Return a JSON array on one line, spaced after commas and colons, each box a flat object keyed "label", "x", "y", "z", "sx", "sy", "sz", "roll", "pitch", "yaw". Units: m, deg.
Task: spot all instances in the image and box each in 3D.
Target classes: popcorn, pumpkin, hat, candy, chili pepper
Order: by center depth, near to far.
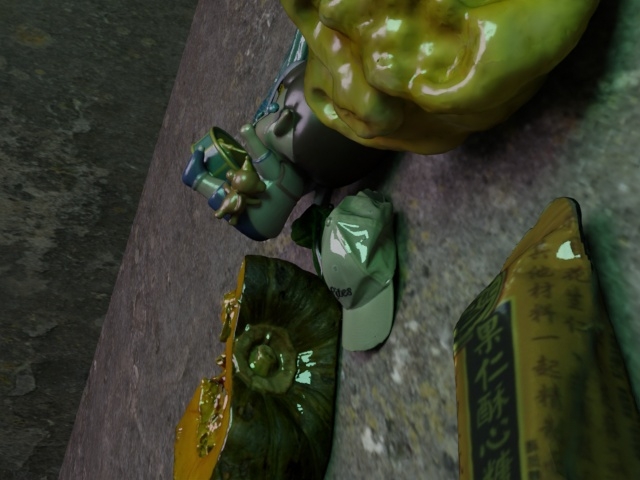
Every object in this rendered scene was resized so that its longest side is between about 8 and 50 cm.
[{"label": "candy", "x": 0.136, "y": 0.101, "z": 0.522, "sx": 0.143, "sy": 0.101, "sz": 0.271, "roll": -51, "pitch": 25, "yaw": 38}, {"label": "popcorn", "x": 0.072, "y": -0.224, "z": 0.692, "sx": 0.316, "sy": 0.281, "sz": 0.297, "roll": 150, "pitch": 115, "yaw": -80}, {"label": "hat", "x": 0.034, "y": 0.030, "z": 0.881, "sx": 0.122, "sy": 0.081, "sz": 0.166, "roll": -151, "pitch": 66, "yaw": -72}, {"label": "pumpkin", "x": -0.075, "y": 0.182, "z": 0.972, "sx": 0.190, "sy": 0.139, "sz": 0.280, "roll": 139, "pitch": 143, "yaw": -57}, {"label": "chili pepper", "x": 0.003, "y": -0.005, "z": 0.992, "sx": 0.073, "sy": 0.050, "sz": 0.182, "roll": -64, "pitch": 13, "yaw": 11}]

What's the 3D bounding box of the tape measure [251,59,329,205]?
[{"label": "tape measure", "x": -0.022, "y": -0.139, "z": 1.110, "sx": 0.178, "sy": 0.105, "sz": 0.196, "roll": -102, "pitch": 33, "yaw": -65}]

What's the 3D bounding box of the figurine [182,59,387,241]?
[{"label": "figurine", "x": -0.018, "y": -0.121, "z": 0.946, "sx": 0.276, "sy": 0.161, "sz": 0.158, "roll": -35, "pitch": 60, "yaw": 10}]

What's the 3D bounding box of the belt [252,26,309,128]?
[{"label": "belt", "x": -0.027, "y": -0.272, "z": 1.221, "sx": 0.302, "sy": 0.087, "sz": 0.072, "roll": -70, "pitch": 24, "yaw": 15}]
